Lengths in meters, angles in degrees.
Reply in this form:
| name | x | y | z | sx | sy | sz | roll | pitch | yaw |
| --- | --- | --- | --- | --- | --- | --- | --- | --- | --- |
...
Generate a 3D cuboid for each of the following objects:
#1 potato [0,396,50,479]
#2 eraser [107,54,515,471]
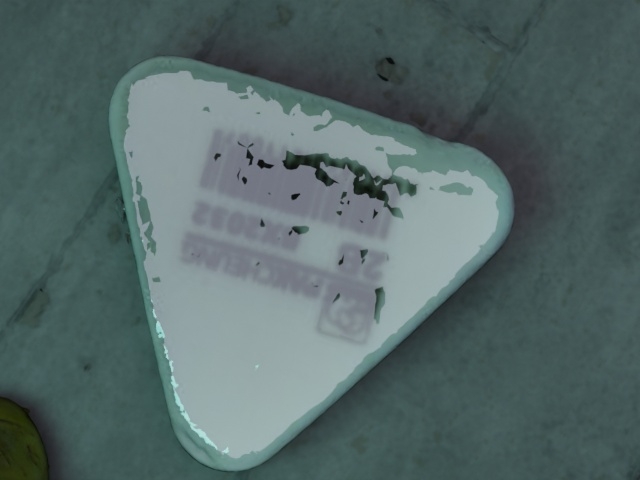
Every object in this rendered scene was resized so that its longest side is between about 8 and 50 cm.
| name | x | y | z | sx | sy | sz | roll | pitch | yaw |
| --- | --- | --- | --- | --- | --- | --- | --- | --- | --- |
| potato | -0.296 | 0.247 | 1.396 | 0.192 | 0.141 | 0.296 | 8 | 57 | 5 |
| eraser | 0.000 | 0.000 | 1.471 | 0.331 | 0.150 | 0.331 | 1 | 82 | -6 |
